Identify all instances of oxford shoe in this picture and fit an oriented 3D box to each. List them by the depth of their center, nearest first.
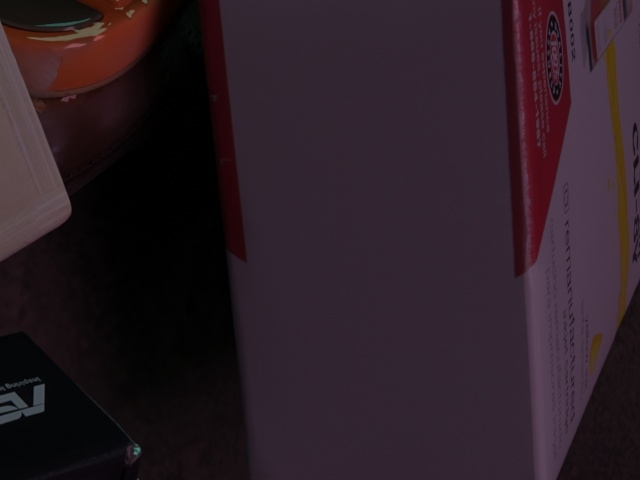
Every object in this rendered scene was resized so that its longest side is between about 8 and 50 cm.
[{"bbox_3d":[-0.088,-0.148,0.902,0.363,0.130,0.132,-49,155,-46],"label":"oxford shoe"}]

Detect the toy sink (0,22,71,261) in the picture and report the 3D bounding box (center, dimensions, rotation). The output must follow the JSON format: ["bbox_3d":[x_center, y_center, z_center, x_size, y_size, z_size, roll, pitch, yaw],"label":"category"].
[{"bbox_3d":[-0.250,-0.017,0.662,0.234,0.153,0.131,-35,114,-42],"label":"toy sink"}]

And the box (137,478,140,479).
[{"bbox_3d":[-0.139,0.161,0.822,0.102,0.087,0.101,51,53,-33],"label":"box"}]

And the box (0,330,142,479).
[{"bbox_3d":[-0.265,0.220,0.550,0.395,0.097,0.318,-13,129,-42],"label":"box"}]

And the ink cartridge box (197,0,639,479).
[{"bbox_3d":[0.086,-0.063,0.920,0.384,0.160,0.279,-47,134,-62],"label":"ink cartridge box"}]
